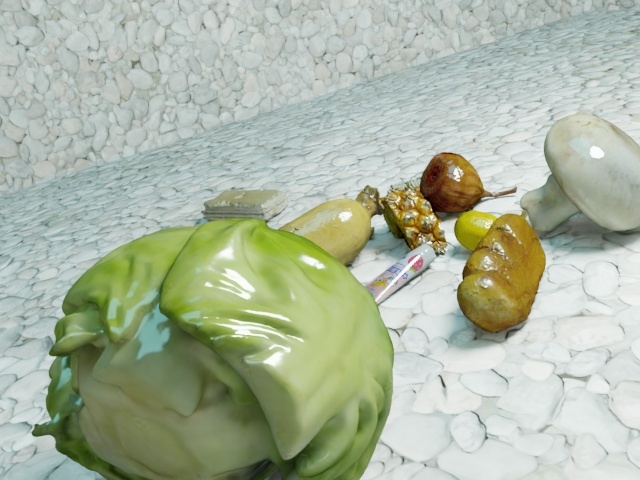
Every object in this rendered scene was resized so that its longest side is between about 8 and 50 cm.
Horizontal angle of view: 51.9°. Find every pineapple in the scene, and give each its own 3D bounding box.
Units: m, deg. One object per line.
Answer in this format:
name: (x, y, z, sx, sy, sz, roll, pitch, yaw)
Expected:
pineapple: (0.176, -0.055, 1.356, 0.079, 0.135, 0.233, -20, 24, -10)

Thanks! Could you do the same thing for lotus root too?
lotus root: (0.002, 0.002, 1.329, 0.303, 0.131, 0.146, -30, 10, -12)

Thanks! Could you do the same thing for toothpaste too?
toothpaste: (0.133, 0.071, 1.214, 0.194, 0.043, 0.067, -34, 31, -26)

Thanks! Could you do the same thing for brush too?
brush: (0.236, -0.091, 1.561, 0.090, 0.017, 0.314, -17, 22, 3)

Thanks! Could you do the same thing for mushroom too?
mushroom: (0.487, -0.102, 1.217, 0.243, 0.244, 0.243, -13, 22, 5)

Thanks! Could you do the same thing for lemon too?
lemon: (0.305, -0.015, 1.247, 0.082, 0.082, 0.110, -30, 38, -32)

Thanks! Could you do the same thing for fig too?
fig: (0.329, -0.120, 1.472, 0.201, 0.134, 0.146, 8, 47, -21)

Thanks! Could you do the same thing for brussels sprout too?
brussels sprout: (-0.112, 0.130, 0.817, 0.424, 0.343, 0.361, -3, 31, 30)

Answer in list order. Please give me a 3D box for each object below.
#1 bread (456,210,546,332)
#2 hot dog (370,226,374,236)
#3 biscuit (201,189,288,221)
bread: (0.308, 0.036, 1.100, 0.084, 0.124, 0.344, -36, 7, 37)
hot dog: (0.053, -0.007, 1.458, 0.136, 0.028, 0.044, -9, -3, 8)
biscuit: (-0.209, -0.094, 1.792, 0.238, 0.062, 0.108, 2, 28, 37)
